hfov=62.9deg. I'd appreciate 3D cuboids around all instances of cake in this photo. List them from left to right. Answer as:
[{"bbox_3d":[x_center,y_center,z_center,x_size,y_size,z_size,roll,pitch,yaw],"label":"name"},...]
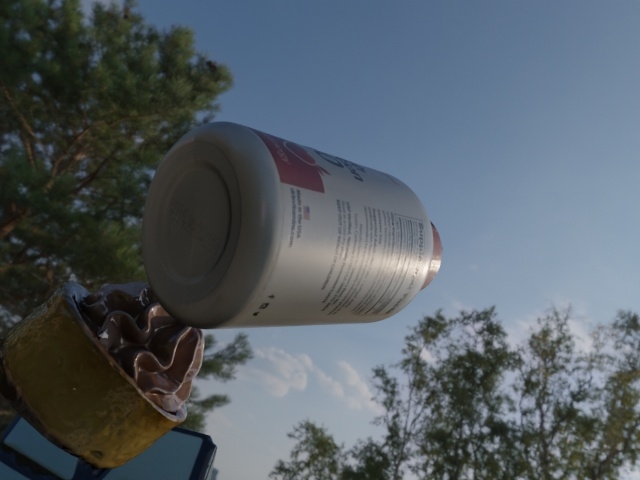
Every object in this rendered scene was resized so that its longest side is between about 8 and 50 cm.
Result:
[{"bbox_3d":[-0.215,0.113,0.560,0.208,0.178,0.185,38,-14,11],"label":"cake"}]

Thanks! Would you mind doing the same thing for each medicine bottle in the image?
[{"bbox_3d":[0.000,0.000,0.484,0.157,0.156,0.289,4,-3,42],"label":"medicine bottle"}]

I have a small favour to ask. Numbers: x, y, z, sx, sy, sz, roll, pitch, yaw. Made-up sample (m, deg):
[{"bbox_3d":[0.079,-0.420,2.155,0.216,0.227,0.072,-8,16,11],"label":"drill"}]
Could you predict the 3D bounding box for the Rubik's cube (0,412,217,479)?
[{"bbox_3d":[-0.321,0.424,0.703,0.289,0.293,0.283,17,-54,0],"label":"Rubik's cube"}]
